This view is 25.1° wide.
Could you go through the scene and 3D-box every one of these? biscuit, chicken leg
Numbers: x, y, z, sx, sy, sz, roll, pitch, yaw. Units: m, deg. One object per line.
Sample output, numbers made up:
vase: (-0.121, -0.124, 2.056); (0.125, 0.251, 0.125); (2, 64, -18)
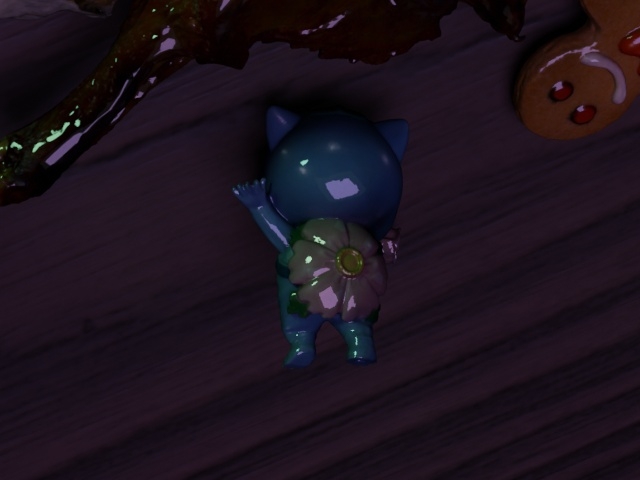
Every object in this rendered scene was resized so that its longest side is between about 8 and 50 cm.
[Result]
biscuit: (0.240, -0.152, 0.978); (0.250, 0.036, 0.165); (-38, 133, 16)
chicken leg: (-0.032, -0.142, 0.876); (0.407, 0.096, 0.158); (-26, 140, -9)

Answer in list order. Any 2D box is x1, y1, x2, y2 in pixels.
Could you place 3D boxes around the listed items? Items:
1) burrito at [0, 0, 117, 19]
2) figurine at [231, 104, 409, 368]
burrito: (-0.292, -0.190, 0.781); (0.392, 0.076, 0.117); (12, 153, -16)
figurine: (0.004, 0.001, 0.977); (0.114, 0.178, 0.144); (-1, 163, 5)
